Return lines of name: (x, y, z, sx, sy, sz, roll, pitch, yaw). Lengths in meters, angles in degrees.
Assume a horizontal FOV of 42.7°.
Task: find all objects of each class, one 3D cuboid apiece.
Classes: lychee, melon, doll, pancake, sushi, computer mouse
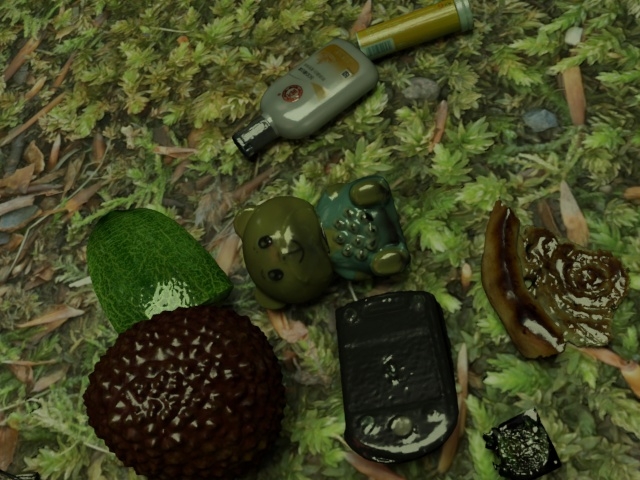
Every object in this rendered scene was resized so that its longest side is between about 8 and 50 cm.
lychee: (-0.189, 0.227, 1.180, 0.276, 0.304, 0.275, -4, 83, 39)
melon: (-0.304, 0.041, 1.400, 0.196, 0.124, 0.323, -34, 59, -14)
doll: (0.000, 0.000, 1.312, 0.261, 0.161, 0.177, -17, 97, 5)
pancake: (0.331, 0.070, 1.241, 0.257, 0.056, 0.212, 28, 71, 28)
sushi: (0.276, 0.290, 1.132, 0.085, 0.056, 0.083, -24, 64, 0)
computer mouse: (0.113, 0.204, 1.199, 0.170, 0.100, 0.269, -9, 54, 7)

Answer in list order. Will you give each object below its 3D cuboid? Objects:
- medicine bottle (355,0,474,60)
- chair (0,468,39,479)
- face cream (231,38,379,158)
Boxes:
medicine bottle: (0.177, -0.402, 1.552, 0.218, 0.074, 0.074, -18, 57, 7)
chair: (-0.454, 0.426, 1.173, 0.166, 0.272, 0.188, 29, 70, -3)
face cream: (-0.037, -0.259, 1.528, 0.291, 0.071, 0.144, -37, 58, -7)
